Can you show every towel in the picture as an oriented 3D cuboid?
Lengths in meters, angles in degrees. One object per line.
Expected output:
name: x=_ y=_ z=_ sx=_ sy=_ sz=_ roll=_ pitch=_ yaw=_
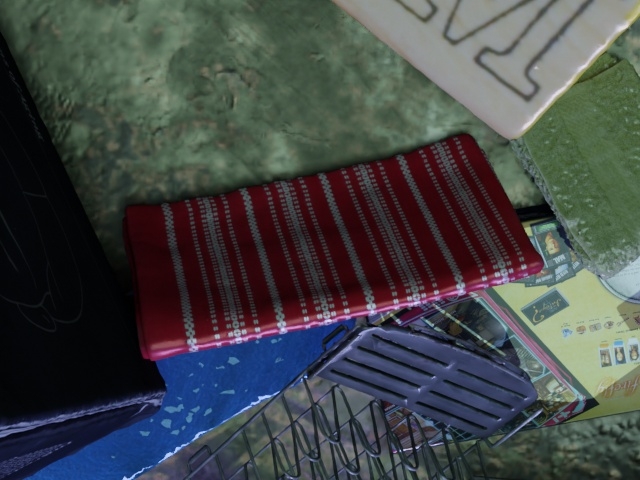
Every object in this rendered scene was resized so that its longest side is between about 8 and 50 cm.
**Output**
towel: x=0.208 y=-0.055 z=1.281 sx=0.110 sy=0.027 sz=0.148 roll=-29 pitch=78 yaw=-4
towel: x=0.000 y=0.000 z=1.226 sx=0.275 sy=0.199 sz=0.031 roll=-12 pitch=119 yaw=-2

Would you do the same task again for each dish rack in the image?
dish rack: x=0.024 y=0.169 z=1.264 sx=0.208 sy=0.074 sz=0.271 roll=22 pitch=126 yaw=-38

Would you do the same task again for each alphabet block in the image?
alphabet block: x=0.123 y=-0.222 z=1.159 sx=0.197 sy=0.192 sz=0.193 roll=38 pitch=124 yaw=-9

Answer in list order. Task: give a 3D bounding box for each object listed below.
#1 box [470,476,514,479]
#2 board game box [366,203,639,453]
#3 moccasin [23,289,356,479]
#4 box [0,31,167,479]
box: x=0.213 y=0.255 z=1.339 sx=0.203 sy=0.114 sz=0.103 roll=6 pitch=103 yaw=-2
board game box: x=0.157 y=0.059 z=1.328 sx=0.243 sy=0.042 sz=0.165 roll=-9 pitch=103 yaw=0
moccasin: x=-0.136 y=0.104 z=1.293 sx=0.342 sy=0.117 sz=0.137 roll=-18 pitch=109 yaw=-2
box: x=-0.347 y=-0.052 z=1.004 sx=0.297 sy=0.472 sz=0.480 roll=-26 pitch=85 yaw=6
